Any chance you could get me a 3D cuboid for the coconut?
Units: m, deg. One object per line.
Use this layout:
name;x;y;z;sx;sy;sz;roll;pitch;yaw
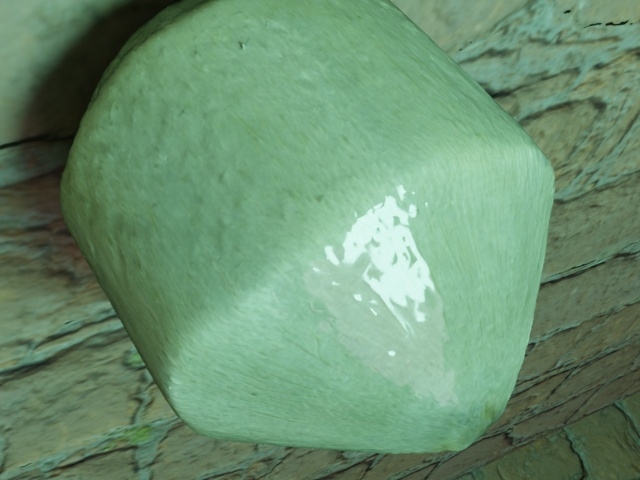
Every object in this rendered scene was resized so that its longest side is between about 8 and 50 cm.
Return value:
coconut;0.000;0.000;0.498;0.237;0.266;0.237;-32;152;-19
